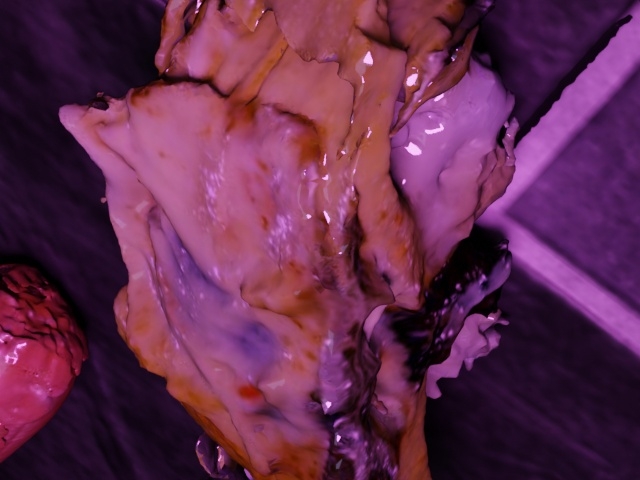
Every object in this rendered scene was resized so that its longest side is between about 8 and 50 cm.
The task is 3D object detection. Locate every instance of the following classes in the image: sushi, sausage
[{"bbox_3d":[-0.005,0.003,0.649,0.139,0.131,0.291,35,147,32],"label":"sushi"},{"bbox_3d":[-0.156,0.065,0.806,0.076,0.076,0.141,42,133,-8],"label":"sausage"}]
